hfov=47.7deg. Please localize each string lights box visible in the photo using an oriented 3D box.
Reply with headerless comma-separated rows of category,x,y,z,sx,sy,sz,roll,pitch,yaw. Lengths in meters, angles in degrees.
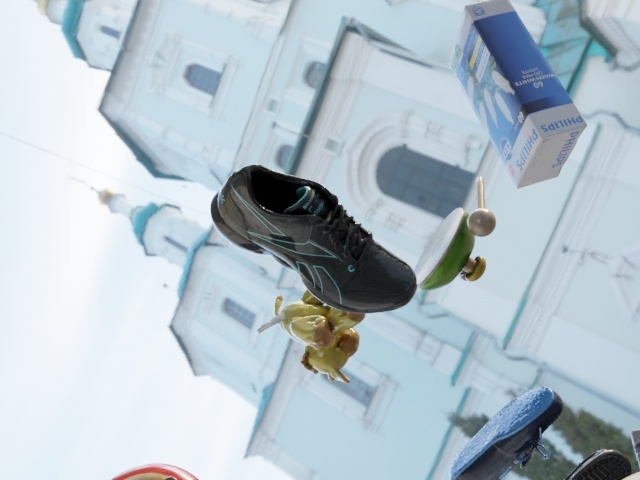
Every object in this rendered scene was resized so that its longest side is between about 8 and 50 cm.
string lights box,0.291,-0.225,1.096,0.076,0.260,0.133,-15,-27,-10

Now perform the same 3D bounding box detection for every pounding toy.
pounding toy,0.287,0.020,1.418,0.237,0.110,0.183,-56,5,31

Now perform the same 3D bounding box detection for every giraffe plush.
giraffe plush,0.010,0.186,1.393,0.181,0.210,0.171,-94,-22,-58

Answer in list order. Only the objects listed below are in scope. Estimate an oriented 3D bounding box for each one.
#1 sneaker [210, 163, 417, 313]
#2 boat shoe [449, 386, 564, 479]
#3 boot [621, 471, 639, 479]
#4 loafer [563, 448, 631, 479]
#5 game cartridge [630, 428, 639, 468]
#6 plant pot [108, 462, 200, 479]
sneaker,0.000,0.000,0.840,0.106,0.267,0.101,-54,13,53
boat shoe,0.339,0.356,1.281,0.258,0.089,0.109,-49,5,30
boot,0.396,0.403,0.872,0.295,0.211,0.104,-33,-21,22
loafer,0.422,0.425,1.200,0.220,0.080,0.078,-53,0,13
game cartridge,0.640,0.452,1.107,0.068,0.230,0.355,58,-155,-53
plant pot,-0.194,0.370,0.864,0.191,0.191,0.174,-47,-31,-27
